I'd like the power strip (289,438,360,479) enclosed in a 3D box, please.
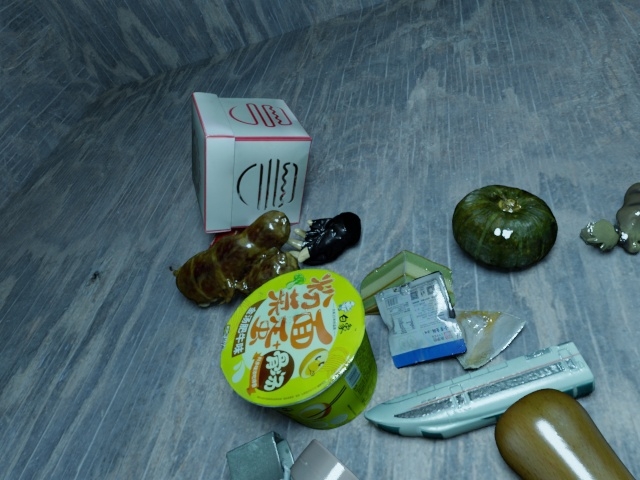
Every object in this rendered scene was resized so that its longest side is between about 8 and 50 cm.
[{"bbox_3d":[0.021,0.433,0.793,0.154,0.154,0.078,26,63,41],"label":"power strip"}]

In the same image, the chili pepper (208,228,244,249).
[{"bbox_3d":[-0.311,-0.030,1.450,0.137,0.092,0.368,-16,40,32],"label":"chili pepper"}]

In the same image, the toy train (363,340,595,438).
[{"bbox_3d":[0.281,0.301,0.833,0.407,0.086,0.088,-21,49,9],"label":"toy train"}]

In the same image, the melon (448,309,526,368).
[{"bbox_3d":[0.304,0.193,0.920,0.203,0.093,0.139,-2,61,34],"label":"melon"}]

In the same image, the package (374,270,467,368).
[{"bbox_3d":[0.204,0.170,0.951,0.171,0.027,0.173,-24,73,33],"label":"package"}]

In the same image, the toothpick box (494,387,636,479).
[{"bbox_3d":[0.397,0.367,0.642,0.192,0.192,0.294,-30,37,-1],"label":"toothpick box"}]

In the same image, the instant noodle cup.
[{"bbox_3d":[-0.024,0.242,0.944,0.312,0.221,0.311,-15,44,15],"label":"instant noodle cup"}]

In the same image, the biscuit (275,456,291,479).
[{"bbox_3d":[-0.048,0.528,0.697,0.186,0.079,0.309,-35,80,3],"label":"biscuit"}]

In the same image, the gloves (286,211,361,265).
[{"bbox_3d":[0.000,0.000,1.240,0.203,0.124,0.164,-29,16,31],"label":"gloves"}]

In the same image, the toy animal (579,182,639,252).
[{"bbox_3d":[0.667,-0.044,0.961,0.186,0.093,0.214,11,48,29],"label":"toy animal"}]

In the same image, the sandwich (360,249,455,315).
[{"bbox_3d":[0.202,0.127,1.087,0.187,0.144,0.117,-42,28,43],"label":"sandwich"}]

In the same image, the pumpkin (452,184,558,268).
[{"bbox_3d":[0.413,-0.030,1.022,0.224,0.157,0.223,-4,40,4],"label":"pumpkin"}]

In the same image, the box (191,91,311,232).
[{"bbox_3d":[-0.227,-0.242,1.376,0.300,0.314,0.312,-5,39,-21],"label":"box"}]

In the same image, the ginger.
[{"bbox_3d":[-0.221,0.099,1.211,0.419,0.176,0.254,-22,87,27],"label":"ginger"}]

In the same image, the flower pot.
[{"bbox_3d":[-0.097,0.488,0.837,0.108,0.103,0.229,-25,44,5],"label":"flower pot"}]
